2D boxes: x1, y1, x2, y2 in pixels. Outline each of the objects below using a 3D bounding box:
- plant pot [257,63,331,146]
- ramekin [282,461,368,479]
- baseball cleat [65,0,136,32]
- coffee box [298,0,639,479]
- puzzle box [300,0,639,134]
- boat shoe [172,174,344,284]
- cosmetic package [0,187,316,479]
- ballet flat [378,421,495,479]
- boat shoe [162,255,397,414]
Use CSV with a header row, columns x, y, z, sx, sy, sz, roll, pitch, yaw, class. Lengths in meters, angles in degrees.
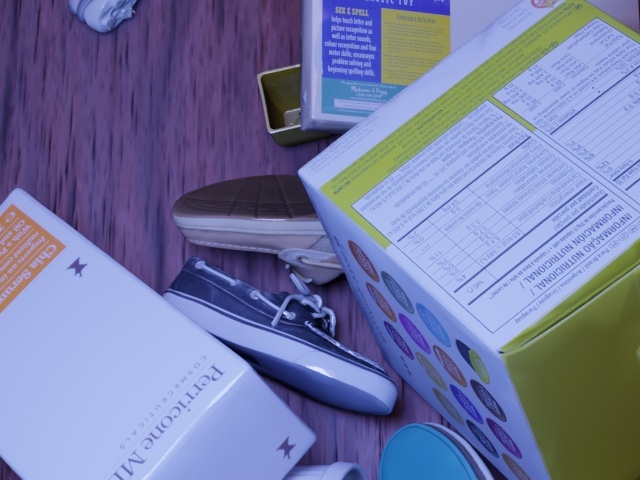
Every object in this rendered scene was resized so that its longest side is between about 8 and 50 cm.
x,y,z,sx,sy,sz,roll,pitch,yaw,class
-0.024,-0.155,1.764,0.081,0.083,0.082,-13,68,2,plant pot
-0.021,0.329,1.522,0.109,0.207,0.207,2,69,17,ramekin
-0.242,-0.360,1.877,0.109,0.072,0.206,36,74,25,baseball cleat
0.241,0.017,1.475,0.338,0.338,0.334,-38,47,-10,coffee box
0.175,-0.246,1.695,0.408,0.052,0.272,4,77,-15,puzzle box
0.000,0.000,1.677,0.341,0.110,0.122,3,27,5,boat shoe
-0.245,0.149,1.546,0.230,0.161,0.453,-48,47,-11,cosmetic package
0.179,0.335,1.499,0.139,0.139,0.400,-32,33,-6,ballet flat
-0.038,0.100,1.657,0.306,0.113,0.105,19,68,29,boat shoe
